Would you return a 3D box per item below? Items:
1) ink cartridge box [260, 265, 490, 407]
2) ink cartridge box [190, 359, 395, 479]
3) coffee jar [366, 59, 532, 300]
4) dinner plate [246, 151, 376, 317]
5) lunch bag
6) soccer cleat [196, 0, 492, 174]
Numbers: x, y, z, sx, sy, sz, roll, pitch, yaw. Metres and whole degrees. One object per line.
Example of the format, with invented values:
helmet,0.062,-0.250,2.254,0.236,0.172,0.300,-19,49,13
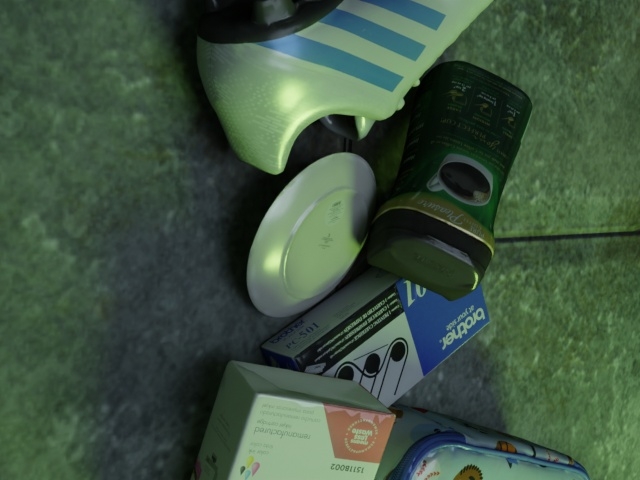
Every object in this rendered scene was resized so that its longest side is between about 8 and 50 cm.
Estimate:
ink cartridge box,0.053,0.078,0.776,0.207,0.046,0.097,-33,117,-32
ink cartridge box,-0.036,0.197,0.675,0.115,0.067,0.198,14,99,-27
coffee jar,0.104,-0.047,0.748,0.096,0.079,0.184,25,65,-10
dinner plate,0.000,0.000,0.704,0.141,0.017,0.141,-34,140,-35
lunch bag,0.116,0.285,0.823,0.303,0.115,0.243,24,84,-39
soccer cleat,0.047,-0.164,0.704,0.331,0.116,0.143,-31,129,-29
